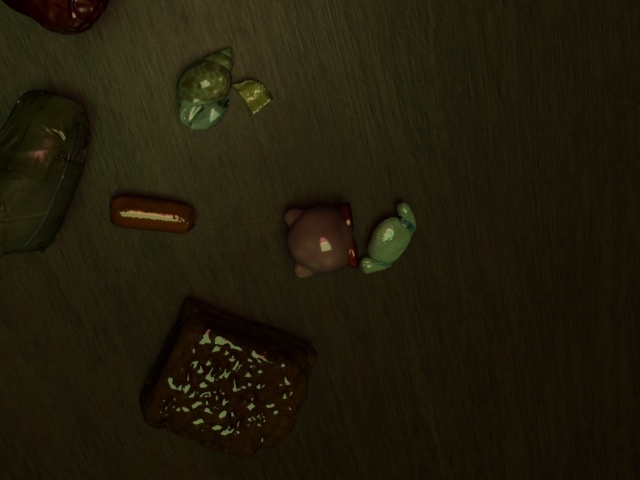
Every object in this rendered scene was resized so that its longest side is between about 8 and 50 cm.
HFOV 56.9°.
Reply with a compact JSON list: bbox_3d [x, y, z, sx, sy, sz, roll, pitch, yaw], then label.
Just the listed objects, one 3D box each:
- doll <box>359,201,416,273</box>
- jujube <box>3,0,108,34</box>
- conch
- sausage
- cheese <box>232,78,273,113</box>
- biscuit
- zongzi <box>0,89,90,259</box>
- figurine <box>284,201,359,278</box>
[{"bbox_3d":[0.177,0.001,1.513,0.103,0.072,0.214,23,108,-19],"label":"doll"},{"bbox_3d":[-0.481,-0.510,1.093,0.212,0.213,0.232,25,97,-20],"label":"jujube"},{"bbox_3d":[-0.253,-0.327,1.277,0.116,0.106,0.173,4,125,-22],"label":"conch"},{"bbox_3d":[-0.386,-0.059,1.364,0.197,0.076,0.077,7,109,-16],"label":"sausage"},{"bbox_3d":[-0.155,-0.335,1.325,0.060,0.041,0.084,-35,130,10],"label":"cheese"},{"bbox_3d":[-0.235,0.371,1.517,0.394,0.166,0.343,22,103,-18],"label":"biscuit"},{"bbox_3d":[-0.611,-0.122,1.128,0.174,0.393,0.356,24,101,4],"label":"zongzi"},{"bbox_3d":[0.000,0.000,1.423,0.173,0.173,0.174,-4,112,-11],"label":"figurine"}]
